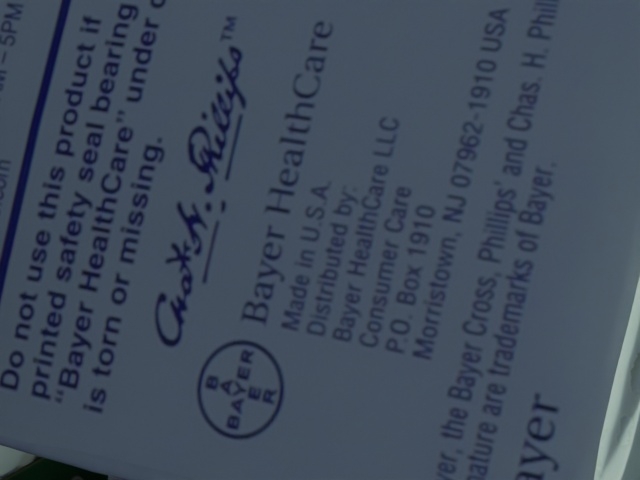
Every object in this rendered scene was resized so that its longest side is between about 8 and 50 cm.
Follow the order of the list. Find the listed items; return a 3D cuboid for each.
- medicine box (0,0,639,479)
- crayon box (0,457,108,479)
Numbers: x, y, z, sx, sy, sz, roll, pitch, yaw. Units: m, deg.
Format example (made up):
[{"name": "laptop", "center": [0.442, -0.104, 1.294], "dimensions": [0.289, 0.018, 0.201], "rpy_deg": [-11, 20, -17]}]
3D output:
[{"name": "medicine box", "center": [0.000, 0.000, 0.523], "dimensions": [0.263, 0.289, 0.149], "rpy_deg": [20, 82, -63]}, {"name": "crayon box", "center": [0.027, 0.188, 0.686], "dimensions": [0.319, 0.081, 0.202], "rpy_deg": [58, 31, 2]}]
